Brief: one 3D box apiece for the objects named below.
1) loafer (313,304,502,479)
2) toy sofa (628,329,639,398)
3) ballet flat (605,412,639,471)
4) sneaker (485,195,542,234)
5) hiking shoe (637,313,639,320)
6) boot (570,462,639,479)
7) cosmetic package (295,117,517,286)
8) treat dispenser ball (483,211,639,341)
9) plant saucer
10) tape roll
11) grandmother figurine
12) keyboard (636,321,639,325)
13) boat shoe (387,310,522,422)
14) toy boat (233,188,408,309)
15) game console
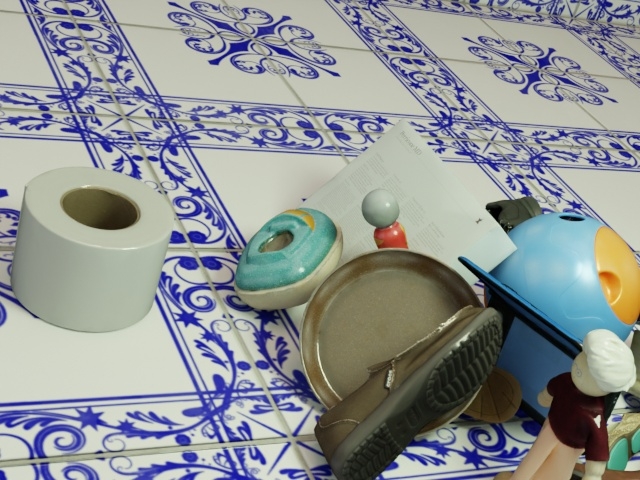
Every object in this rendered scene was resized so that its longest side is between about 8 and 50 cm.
[{"bbox_3d":[0.130,0.212,1.692,0.366,0.134,0.130,-37,45,-20],"label":"loafer"},{"bbox_3d":[0.748,0.289,2.051,0.362,0.177,0.150,10,7,-14],"label":"toy sofa"},{"bbox_3d":[0.502,0.350,1.879,0.067,0.073,0.206,6,15,37],"label":"ballet flat"},{"bbox_3d":[0.444,-0.004,2.391,0.130,0.109,0.286,0,25,-18],"label":"sneaker"},{"bbox_3d":[0.643,0.132,2.017,0.114,0.086,0.227,5,9,-2],"label":"hiking shoe"},{"bbox_3d":[0.542,0.345,1.752,0.264,0.096,0.280,12,40,28],"label":"boot"},{"bbox_3d":[0.150,-0.024,2.068,0.097,0.284,0.377,42,10,-43],"label":"cosmetic package"},{"bbox_3d":[0.445,0.092,2.028,0.288,0.288,0.288,14,30,-8],"label":"treat dispenser ball"},{"bbox_3d":[0.120,0.167,1.798,0.310,0.311,0.050,21,-12,4],"label":"plant saucer"},{"bbox_3d":[-0.376,0.012,1.815,0.246,0.169,0.246,13,31,-8],"label":"tape roll"},{"bbox_3d":[0.364,0.279,1.623,0.104,0.343,0.208,2,34,-27],"label":"grandmother figurine"},{"bbox_3d":[0.710,0.185,2.070,0.256,0.014,0.072,17,2,44],"label":"keyboard"},{"bbox_3d":[0.178,0.208,1.885,0.341,0.123,0.123,22,-2,7],"label":"boat shoe"},{"bbox_3d":[0.000,0.000,1.959,0.318,0.148,0.267,-11,27,19],"label":"toy boat"},{"bbox_3d":[0.335,0.191,1.815,0.173,0.250,0.293,-6,33,-40],"label":"game console"}]
